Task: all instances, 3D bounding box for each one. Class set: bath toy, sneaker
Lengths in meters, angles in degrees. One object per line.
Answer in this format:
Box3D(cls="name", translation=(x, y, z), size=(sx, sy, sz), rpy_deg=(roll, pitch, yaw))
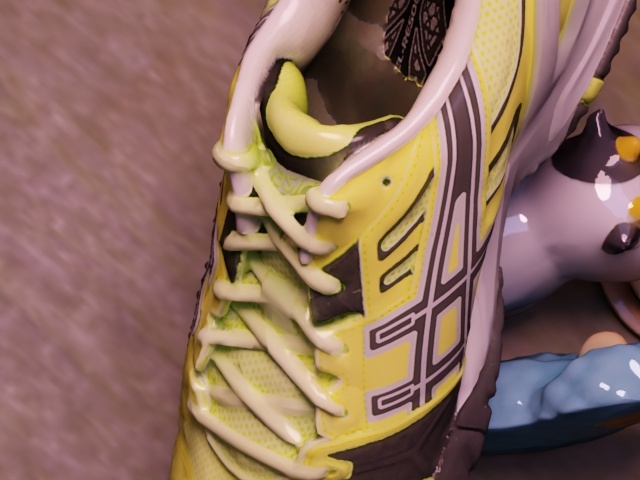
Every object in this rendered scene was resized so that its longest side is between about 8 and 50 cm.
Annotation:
Box3D(cls="bath toy", translation=(0.076, -0.081, 0.905), size=(0.151, 0.129, 0.348), rpy_deg=(-13, 77, -10))
Box3D(cls="sneaker", translation=(0.000, 0.000, 0.799), size=(0.145, 0.147, 0.384), rpy_deg=(23, 102, 32))

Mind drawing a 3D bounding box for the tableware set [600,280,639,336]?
Box3D(cls="tableware set", translation=(0.207, -0.034, 0.967), size=(0.128, 0.039, 0.194), rpy_deg=(34, 72, -1))
